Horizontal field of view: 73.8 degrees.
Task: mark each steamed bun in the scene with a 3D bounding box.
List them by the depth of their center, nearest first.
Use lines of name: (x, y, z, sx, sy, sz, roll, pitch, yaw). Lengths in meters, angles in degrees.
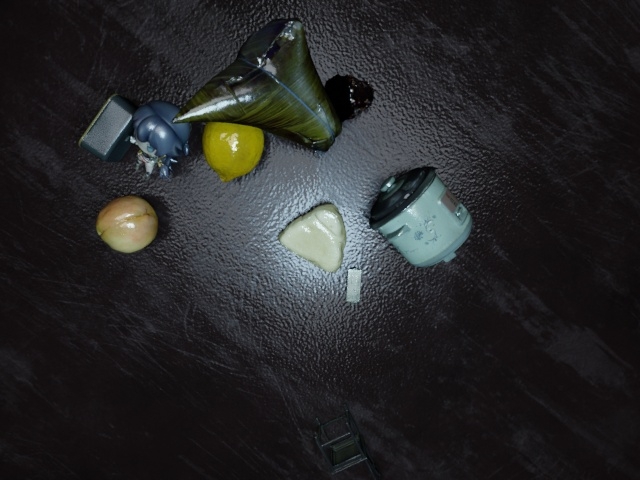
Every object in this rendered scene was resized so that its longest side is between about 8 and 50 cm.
steamed bun: (0.005, -0.026, 1.400, 0.231, 0.110, 0.212, 33, 118, -8)

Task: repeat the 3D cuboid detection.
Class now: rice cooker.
rice cooker: (0.304, -0.082, 1.330, 0.317, 0.264, 0.316, 12, 65, -28)

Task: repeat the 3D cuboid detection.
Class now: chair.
chair: (0.095, 0.735, 1.485, 0.141, 0.154, 0.260, -26, 94, 3)

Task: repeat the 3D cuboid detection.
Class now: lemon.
lemon: (-0.268, -0.305, 1.315, 0.188, 0.188, 0.256, 14, 105, -3)

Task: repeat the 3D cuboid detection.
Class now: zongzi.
zongzi: (-0.155, -0.338, 1.216, 0.432, 0.208, 0.403, -48, 135, -14)

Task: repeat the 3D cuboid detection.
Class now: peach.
peach: (-0.609, -0.056, 1.355, 0.184, 0.184, 0.184, 0, 97, -1)

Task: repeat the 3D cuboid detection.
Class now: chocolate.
chocolate: (0.107, -0.454, 1.356, 0.133, 0.156, 0.156, -16, 99, -30)

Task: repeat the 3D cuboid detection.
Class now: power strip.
power strip: (0.114, 0.161, 1.473, 0.051, 0.019, 0.136, 2, 97, -3)

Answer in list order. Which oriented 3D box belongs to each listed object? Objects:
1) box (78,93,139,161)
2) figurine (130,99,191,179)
box: (-0.638, -0.344, 1.330, 0.090, 0.144, 0.201, 38, 94, -9)
figurine: (-0.491, -0.307, 1.300, 0.175, 0.265, 0.197, 32, 68, -18)
